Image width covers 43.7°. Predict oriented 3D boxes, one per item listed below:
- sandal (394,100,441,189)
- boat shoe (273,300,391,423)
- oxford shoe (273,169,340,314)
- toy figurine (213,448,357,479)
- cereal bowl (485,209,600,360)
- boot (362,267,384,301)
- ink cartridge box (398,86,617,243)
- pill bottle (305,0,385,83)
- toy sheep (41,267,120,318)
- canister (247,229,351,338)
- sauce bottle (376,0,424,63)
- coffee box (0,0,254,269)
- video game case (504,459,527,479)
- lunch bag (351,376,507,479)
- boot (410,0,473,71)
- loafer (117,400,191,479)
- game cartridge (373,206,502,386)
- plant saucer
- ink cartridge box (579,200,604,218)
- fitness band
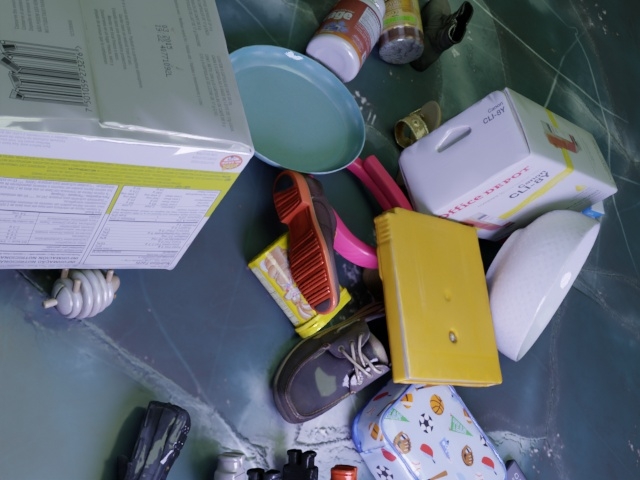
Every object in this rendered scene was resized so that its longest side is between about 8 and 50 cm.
[{"bbox_3d":[0.197,-0.231,1.742,0.079,0.088,0.240,33,60,-29],"label":"sandal"},{"bbox_3d":[0.059,0.200,1.438,0.355,0.130,0.132,-35,94,-40],"label":"boat shoe"},{"bbox_3d":[0.000,0.000,1.413,0.098,0.097,0.271,3,66,-42],"label":"oxford shoe"},{"bbox_3d":[-0.059,0.411,1.221,0.210,0.213,0.148,6,84,-31],"label":"toy figurine"},{"bbox_3d":[0.441,0.076,1.677,0.141,0.338,0.339,33,47,22],"label":"cereal bowl"},{"bbox_3d":[0.213,0.061,1.633,0.262,0.095,0.203,31,53,-16],"label":"boot"},{"bbox_3d":[0.391,-0.134,1.659,0.385,0.279,0.160,12,55,-46],"label":"ink cartridge box"},{"bbox_3d":[0.061,-0.445,1.707,0.121,0.121,0.216,40,53,-17],"label":"pill bottle"},{"bbox_3d":[-0.362,0.076,1.208,0.132,0.091,0.091,-14,81,-45],"label":"toy sheep"},{"bbox_3d":[-0.039,0.074,1.456,0.170,0.073,0.126,52,50,-5],"label":"canister"},{"bbox_3d":[0.168,-0.582,1.851,0.112,0.111,0.344,7,66,-34],"label":"sauce bottle"},{"bbox_3d":[-0.340,-0.177,1.121,0.338,0.334,0.337,1,60,-31],"label":"coffee box"},{"bbox_3d":[0.357,0.593,1.558,0.274,0.026,0.196,-37,99,-41],"label":"video game case"},{"bbox_3d":[0.211,0.395,1.484,0.243,0.115,0.303,-37,97,-45],"label":"lunch bag"},{"bbox_3d":[0.305,-0.517,1.888,0.083,0.161,0.246,35,55,-21],"label":"boot"},{"bbox_3d":[-0.269,0.346,1.186,0.078,0.076,0.223,17,63,11],"label":"loafer"},{"bbox_3d":[0.221,0.110,1.505,0.285,0.053,0.323,12,63,-43],"label":"game cartridge"},{"bbox_3d":[-0.062,-0.248,1.550,0.318,0.043,0.317,15,53,-20],"label":"plant saucer"},{"bbox_3d":[0.636,-0.089,1.983,0.052,0.122,0.088,11,65,-29],"label":"ink cartridge box"},{"bbox_3d":[0.067,-0.074,1.564,0.209,0.054,0.290,-22,69,-39],"label":"fitness band"}]
